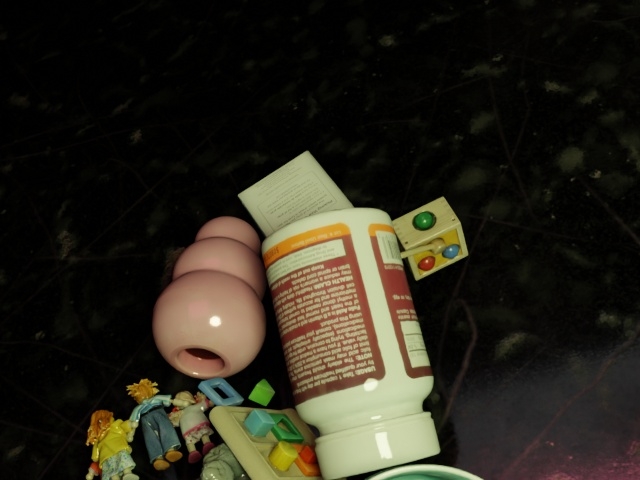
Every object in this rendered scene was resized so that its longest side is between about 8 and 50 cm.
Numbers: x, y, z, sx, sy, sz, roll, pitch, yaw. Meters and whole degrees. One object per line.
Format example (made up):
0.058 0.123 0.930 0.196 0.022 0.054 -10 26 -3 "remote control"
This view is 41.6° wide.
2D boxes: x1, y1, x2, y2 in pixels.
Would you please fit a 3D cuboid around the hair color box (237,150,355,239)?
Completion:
0.000 0.000 1.618 0.174 0.105 0.347 -33 53 -4 "hair color box"

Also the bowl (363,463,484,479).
0.130 0.446 1.184 0.312 0.163 0.311 0 91 -5 "bowl"

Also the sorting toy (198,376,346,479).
-0.060 0.328 1.367 0.347 0.196 0.047 46 111 36 "sorting toy"

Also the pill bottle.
0.051 0.165 1.342 0.224 0.224 0.392 -15 75 8 "pill bottle"

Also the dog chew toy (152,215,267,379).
-0.190 0.090 1.572 0.207 0.206 0.331 -5 47 15 "dog chew toy"

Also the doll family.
-0.317 0.336 1.483 0.263 0.118 0.163 -30 52 -3 "doll family"

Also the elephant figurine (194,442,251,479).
-0.182 0.445 1.353 0.239 0.186 0.169 -48 10 29 "elephant figurine"

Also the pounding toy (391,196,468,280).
0.193 0.004 1.528 0.130 0.141 0.100 -26 53 0 "pounding toy"
